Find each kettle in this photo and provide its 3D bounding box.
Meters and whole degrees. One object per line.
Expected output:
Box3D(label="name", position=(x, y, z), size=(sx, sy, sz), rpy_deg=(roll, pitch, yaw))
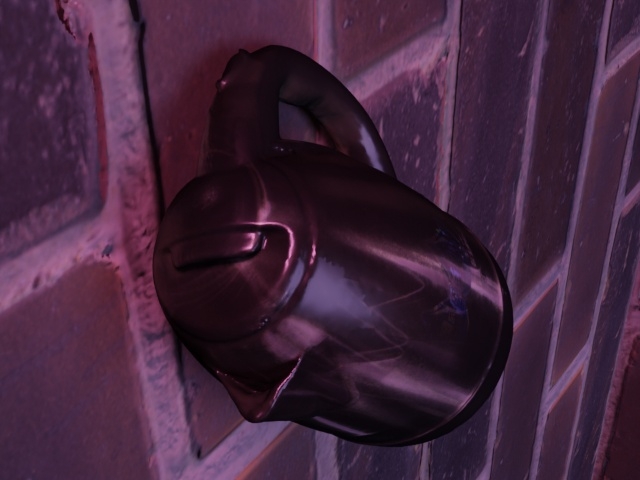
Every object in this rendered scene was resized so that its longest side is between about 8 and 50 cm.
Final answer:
Box3D(label="kettle", position=(0.000, 0.000, 0.799), size=(0.324, 0.228, 0.321), rpy_deg=(29, 57, -57))
